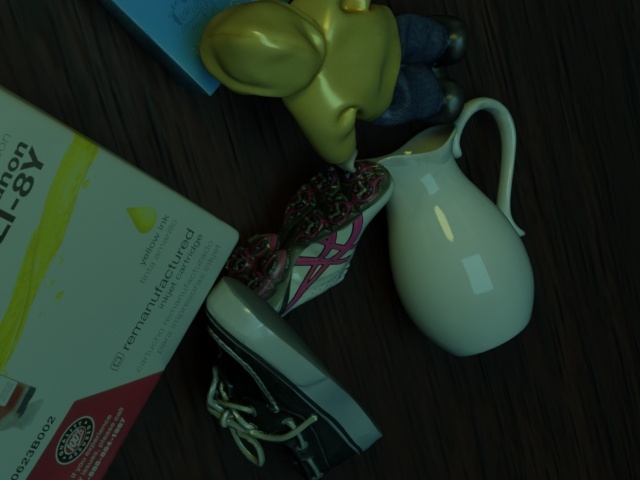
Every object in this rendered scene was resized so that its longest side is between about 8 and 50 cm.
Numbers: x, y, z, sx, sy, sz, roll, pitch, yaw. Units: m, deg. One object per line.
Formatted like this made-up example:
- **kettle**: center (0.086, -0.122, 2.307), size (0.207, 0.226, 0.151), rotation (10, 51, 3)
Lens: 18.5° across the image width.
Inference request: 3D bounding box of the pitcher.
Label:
- **pitcher**: center (0.136, -0.015, 1.822), size (0.177, 0.125, 0.207), rotation (-31, 104, -22)

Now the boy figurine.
- **boy figurine**: center (0.015, -0.146, 1.675), size (0.285, 0.092, 0.177), rotation (-3, 98, -49)

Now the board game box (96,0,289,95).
- **board game box**: center (-0.083, -0.318, 1.647), size (0.242, 0.064, 0.316), rotation (43, 81, -30)

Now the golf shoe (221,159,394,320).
- **golf shoe**: center (0.000, 0.000, 1.759), size (0.186, 0.067, 0.086), rotation (-40, 136, 18)

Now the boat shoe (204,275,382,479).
- **boat shoe**: center (-0.045, 0.134, 1.728), size (0.105, 0.113, 0.306), rotation (-41, 152, -1)

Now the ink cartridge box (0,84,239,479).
- **ink cartridge box**: center (-0.274, 0.026, 1.496), size (0.279, 0.160, 0.384), rotation (-60, 146, -1)
